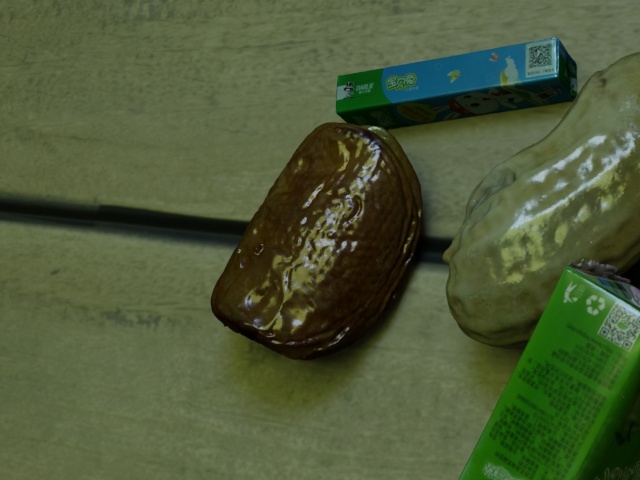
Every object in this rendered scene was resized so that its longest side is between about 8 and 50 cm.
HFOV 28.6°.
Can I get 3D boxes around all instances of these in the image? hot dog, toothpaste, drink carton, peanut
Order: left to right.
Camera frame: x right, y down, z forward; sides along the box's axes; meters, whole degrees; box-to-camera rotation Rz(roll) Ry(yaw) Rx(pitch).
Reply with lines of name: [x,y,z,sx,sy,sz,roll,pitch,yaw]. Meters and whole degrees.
hot dog: [0.000,0.000,1.386,0.196,0.122,0.272,23,78,32]
toothpaste: [0.149,-0.171,1.406,0.266,0.065,0.050,-6,70,27]
peanut: [0.258,-0.034,1.238,0.340,0.158,0.174,-40,26,4]
drink carton: [0.236,0.162,1.125,0.108,0.161,0.271,31,101,36]
